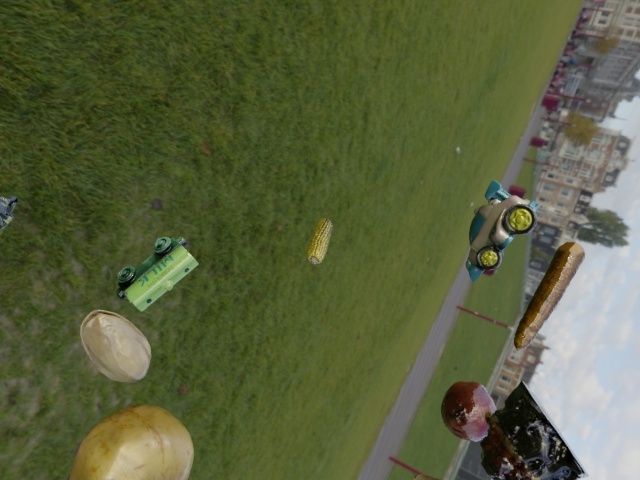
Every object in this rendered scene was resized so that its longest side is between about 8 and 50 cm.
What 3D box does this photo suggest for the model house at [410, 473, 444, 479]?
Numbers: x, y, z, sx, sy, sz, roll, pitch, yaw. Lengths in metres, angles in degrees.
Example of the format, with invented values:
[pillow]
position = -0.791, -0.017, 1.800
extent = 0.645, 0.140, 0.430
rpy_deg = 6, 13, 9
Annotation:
[model house]
position = 0.277, 0.731, 1.175
extent = 0.182, 0.166, 0.172
rpy_deg = -8, 84, -37

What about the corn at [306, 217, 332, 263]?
[corn]
position = 0.000, 0.000, 1.718
extent = 0.072, 0.072, 0.203
rpy_deg = 83, 20, -50

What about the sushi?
[sushi]
position = 0.384, 0.396, 0.878
extent = 0.150, 0.172, 0.153
rpy_deg = -36, 137, 13

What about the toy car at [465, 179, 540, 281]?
[toy car]
position = 0.287, -0.018, 0.780
extent = 0.161, 0.098, 0.126
rpy_deg = -53, 163, 18

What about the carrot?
[carrot]
position = 0.544, 0.133, 1.110
extent = 0.314, 0.066, 0.066
rpy_deg = -52, 154, -14

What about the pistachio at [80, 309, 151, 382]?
[pistachio]
position = -0.720, 0.379, 1.624
extent = 0.299, 0.187, 0.187
rpy_deg = 58, 48, -22

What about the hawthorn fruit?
[hawthorn fruit]
position = 0.453, 0.539, 1.450
extent = 0.235, 0.181, 0.181
rpy_deg = 14, 96, -53

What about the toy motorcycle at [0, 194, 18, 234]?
[toy motorcycle]
position = -0.924, -0.044, 1.294
extent = 0.193, 0.061, 0.124
rpy_deg = -53, -166, 10

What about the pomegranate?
[pomegranate]
position = -0.527, 0.650, 1.300
extent = 0.342, 0.342, 0.343
rpy_deg = -50, 151, -40

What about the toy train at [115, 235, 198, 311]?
[toy train]
position = -0.479, 0.100, 1.356
extent = 0.253, 0.157, 0.105
rpy_deg = -42, 140, -16
